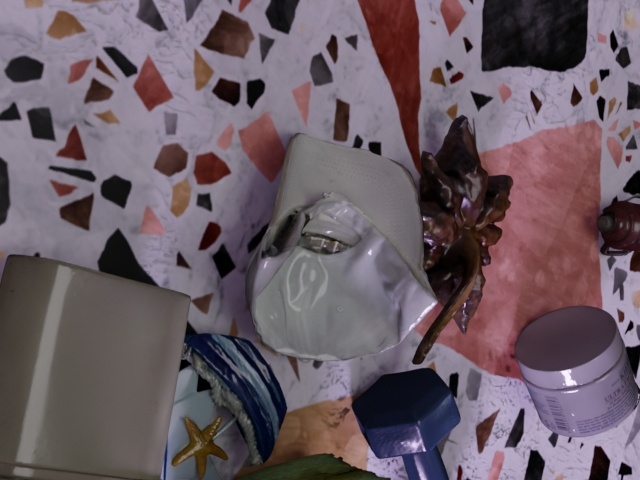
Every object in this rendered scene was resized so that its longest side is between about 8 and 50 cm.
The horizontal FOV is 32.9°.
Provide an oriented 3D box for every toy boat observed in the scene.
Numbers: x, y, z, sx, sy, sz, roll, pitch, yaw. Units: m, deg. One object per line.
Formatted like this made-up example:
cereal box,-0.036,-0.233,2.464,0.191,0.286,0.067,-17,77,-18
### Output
toy boat,-0.180,0.250,1.360,0.291,0.067,0.221,-37,116,-22

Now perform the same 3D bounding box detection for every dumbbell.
dumbbell,0.158,0.350,1.602,0.144,0.156,0.316,-60,135,-60

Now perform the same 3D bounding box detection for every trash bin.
trash bin,-0.267,0.159,1.213,0.243,0.121,0.248,19,78,-37

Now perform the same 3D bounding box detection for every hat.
hat,0.003,0.001,1.459,0.257,0.168,0.302,16,58,-26

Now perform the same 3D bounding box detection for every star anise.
star anise,0.203,-0.003,1.642,0.349,0.109,0.292,-47,117,-29

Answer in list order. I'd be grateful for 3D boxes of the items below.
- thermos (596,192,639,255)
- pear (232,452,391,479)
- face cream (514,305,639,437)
thermos,0.583,-0.020,2.000,0.232,0.099,0.124,4,128,-41
pear,-0.039,0.377,1.353,0.292,0.292,0.160,-6,89,-42
face cream,0.430,0.220,1.816,0.177,0.177,0.153,-43,121,-32
